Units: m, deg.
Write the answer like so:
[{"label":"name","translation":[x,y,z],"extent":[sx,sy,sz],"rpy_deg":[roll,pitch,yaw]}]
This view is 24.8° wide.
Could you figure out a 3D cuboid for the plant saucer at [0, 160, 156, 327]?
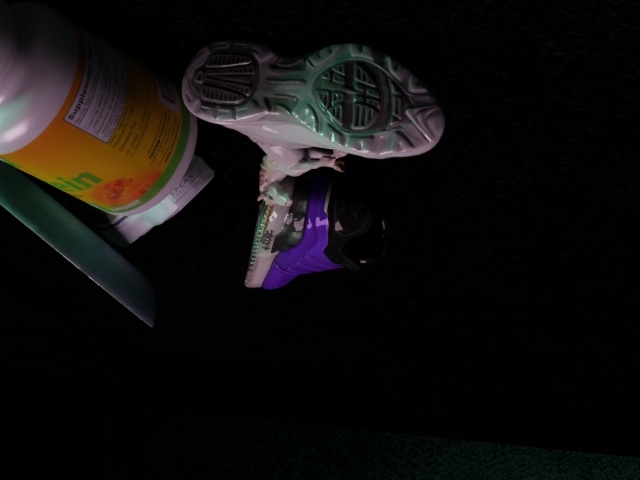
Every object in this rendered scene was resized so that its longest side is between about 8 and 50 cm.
[{"label":"plant saucer","translation":[-0.301,-0.016,1.654],"extent":[0.317,0.043,0.317],"rpy_deg":[40,173,5]}]

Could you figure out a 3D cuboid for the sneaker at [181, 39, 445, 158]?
[{"label":"sneaker","translation":[0.005,-0.116,1.252],"extent":[0.232,0.090,0.115],"rpy_deg":[15,174,22]}]

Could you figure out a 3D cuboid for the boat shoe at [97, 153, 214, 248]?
[{"label":"boat shoe","translation":[-0.191,-0.066,1.556],"extent":[0.094,0.109,0.302],"rpy_deg":[50,159,-7]}]

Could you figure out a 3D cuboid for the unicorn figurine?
[{"label":"unicorn figurine","translation":[-0.031,-0.084,1.404],"extent":[0.111,0.060,0.162],"rpy_deg":[-2,131,31]}]

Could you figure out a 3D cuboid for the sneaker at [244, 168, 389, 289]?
[{"label":"sneaker","translation":[0.000,0.001,1.612],"extent":[0.146,0.102,0.293],"rpy_deg":[11,165,-4]}]

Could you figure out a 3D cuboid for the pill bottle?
[{"label":"pill bottle","translation":[-0.233,-0.123,1.264],"extent":[0.136,0.136,0.246],"rpy_deg":[-1,161,37]}]
